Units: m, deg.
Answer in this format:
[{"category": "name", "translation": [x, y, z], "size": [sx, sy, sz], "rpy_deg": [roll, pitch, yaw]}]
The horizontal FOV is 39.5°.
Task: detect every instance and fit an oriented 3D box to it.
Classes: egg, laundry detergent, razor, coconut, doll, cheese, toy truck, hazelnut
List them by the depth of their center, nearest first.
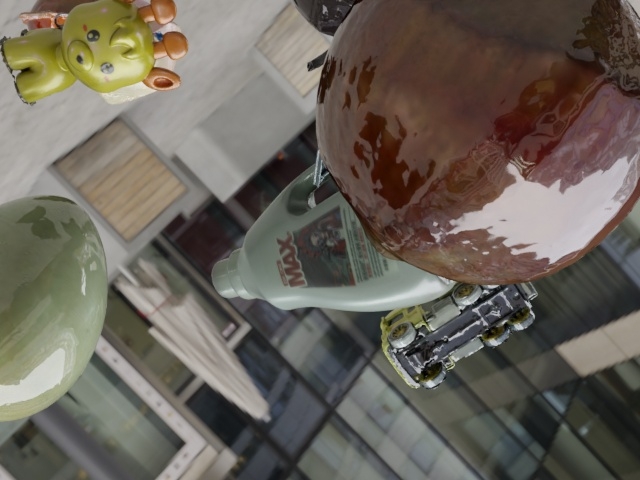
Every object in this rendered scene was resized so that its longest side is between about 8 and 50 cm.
[{"category": "hazelnut", "translation": [0.186, -0.151, 1.037], "size": [0.421, 0.421, 0.353], "rpy_deg": [-40, 169, 32]}, {"category": "egg", "translation": [-0.364, 0.071, 1.064], "size": [0.218, 0.218, 0.295], "rpy_deg": [-35, -148, 57]}, {"category": "doll", "translation": [-0.267, -0.232, 1.081], "size": [0.221, 0.143, 0.135], "rpy_deg": [-14, -162, 15]}, {"category": "razor", "translation": [0.087, -0.092, 1.229], "size": [0.033, 0.190, 0.066], "rpy_deg": [-76, 175, -45]}, {"category": "laundry detergent", "translation": [0.000, 0.000, 1.392], "size": [0.398, 0.264, 0.125], "rpy_deg": [-16, 169, 31]}, {"category": "toy truck", "translation": [0.236, 0.126, 1.561], "size": [0.272, 0.124, 0.157], "rpy_deg": [-34, -160, 8]}, {"category": "cheese", "translation": [-0.386, -0.374, 1.584], "size": [0.217, 0.129, 0.329], "rpy_deg": [4, -176, 26]}, {"category": "coconut", "translation": [-0.428, -0.422, 1.955], "size": [0.233, 0.245, 0.233], "rpy_deg": [-46, 164, -18]}]

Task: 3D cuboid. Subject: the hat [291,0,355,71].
[{"category": "hat", "translation": [0.001, -0.410, 1.403], "size": [0.209, 0.336, 0.238], "rpy_deg": [131, -29, -50]}]
